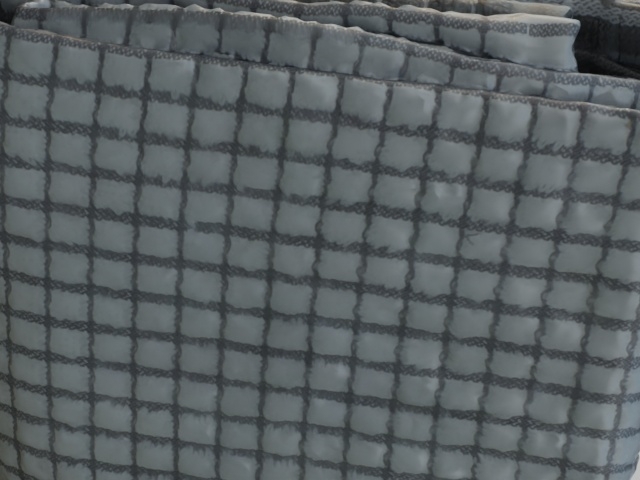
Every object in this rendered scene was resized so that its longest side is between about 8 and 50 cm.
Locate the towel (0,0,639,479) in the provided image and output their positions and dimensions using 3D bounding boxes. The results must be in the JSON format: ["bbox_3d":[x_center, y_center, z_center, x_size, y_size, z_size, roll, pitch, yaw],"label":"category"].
[{"bbox_3d":[0.000,0.000,0.636,0.121,0.283,0.235,-76,171,-58],"label":"towel"}]
